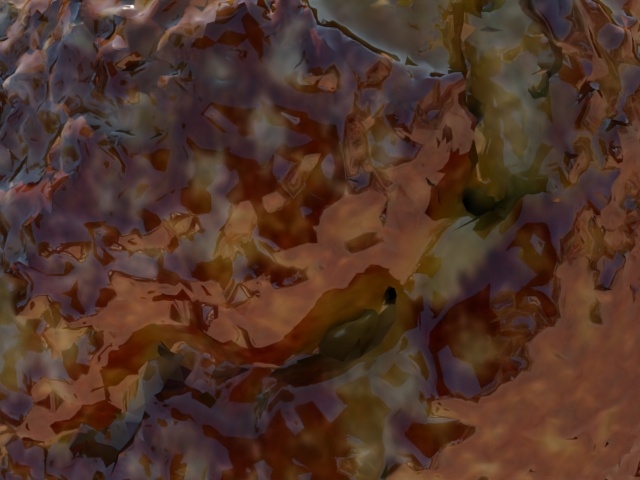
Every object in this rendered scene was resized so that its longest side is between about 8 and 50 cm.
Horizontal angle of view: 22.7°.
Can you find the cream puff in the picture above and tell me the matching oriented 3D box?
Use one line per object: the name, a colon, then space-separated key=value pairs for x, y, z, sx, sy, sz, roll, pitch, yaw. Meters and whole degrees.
cream puff: x=0.001 y=0.000 z=0.400 sx=0.240 sy=0.240 sz=0.164 roll=-34 pitch=-12 yaw=18
